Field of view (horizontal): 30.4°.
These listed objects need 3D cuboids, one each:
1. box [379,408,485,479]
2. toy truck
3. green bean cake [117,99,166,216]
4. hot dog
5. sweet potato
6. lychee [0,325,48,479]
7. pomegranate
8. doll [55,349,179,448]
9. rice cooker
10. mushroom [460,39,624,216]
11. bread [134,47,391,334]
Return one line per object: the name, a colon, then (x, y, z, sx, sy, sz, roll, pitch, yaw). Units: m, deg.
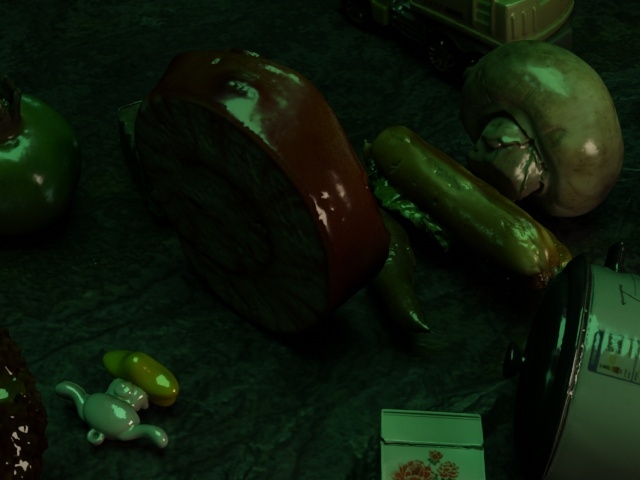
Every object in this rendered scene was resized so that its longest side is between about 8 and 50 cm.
box: (0.114, 0.256, 1.198, 0.109, 0.029, 0.198, 3, 42, 0)
toy truck: (0.199, -0.396, 1.789, 0.180, 0.254, 0.405, -31, 48, -27)
green bean cake: (-0.163, -0.121, 1.566, 0.183, 0.094, 0.185, -15, 44, -19)
hot dog: (0.170, -0.037, 1.476, 0.337, 0.135, 0.100, 40, 98, 37)
sweet potato: (0.086, 0.034, 1.422, 0.067, 0.067, 0.274, -5, 35, -9)
lychee: (-0.401, 0.174, 1.115, 0.267, 0.268, 0.268, 1, 41, -1)
pomegranate: (-0.387, -0.113, 1.447, 0.186, 0.225, 0.187, 3, 55, -5)
doll: (-0.205, 0.173, 1.254, 0.113, 0.072, 0.135, -30, 55, -22)
rice cooker: (0.296, 0.144, 1.181, 0.226, 0.241, 0.281, 12, 87, 6)
mushroom: (0.273, -0.140, 1.510, 0.184, 0.255, 0.255, -47, 56, -8)
bread: (-0.066, -0.053, 1.306, 0.295, 0.328, 0.114, 14, 44, 44)
